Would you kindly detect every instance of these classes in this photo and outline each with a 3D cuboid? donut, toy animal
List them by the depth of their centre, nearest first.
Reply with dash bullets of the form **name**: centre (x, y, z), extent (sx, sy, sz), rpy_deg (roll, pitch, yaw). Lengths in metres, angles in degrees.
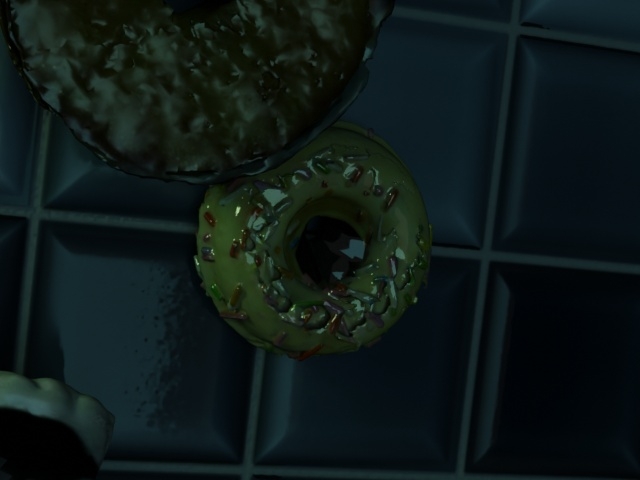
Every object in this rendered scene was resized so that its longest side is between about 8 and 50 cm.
- **toy animal**: centre (-0.223, 0.180, 0.934), extent (0.156, 0.204, 0.208), rpy_deg (22, 68, -7)
- **donut**: centre (-0.085, -0.171, 0.999), extent (0.272, 0.107, 0.272), rpy_deg (-3, 96, -25)
- **donut**: centre (0.000, 0.000, 1.062), extent (0.174, 0.068, 0.175), rpy_deg (-2, 96, -21)
